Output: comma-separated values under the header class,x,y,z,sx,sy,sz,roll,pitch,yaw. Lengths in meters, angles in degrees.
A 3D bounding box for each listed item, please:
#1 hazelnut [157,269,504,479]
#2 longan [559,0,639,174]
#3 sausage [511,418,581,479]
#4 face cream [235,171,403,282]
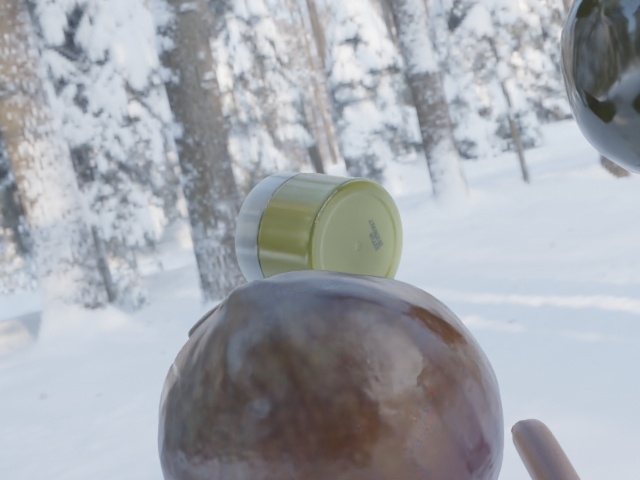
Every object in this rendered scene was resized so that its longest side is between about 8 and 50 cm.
class,x,y,z,sx,sy,sz,roll,pitch,yaw
hazelnut,0.006,0.199,1.116,0.409,0.359,0.359,-9,6,24
longan,0.548,-0.279,1.430,0.404,0.404,0.336,-10,7,27
sausage,0.454,0.453,1.903,0.086,0.086,0.289,-13,29,-3
face cream,0.000,0.000,1.569,0.218,0.218,0.179,-17,17,-42
